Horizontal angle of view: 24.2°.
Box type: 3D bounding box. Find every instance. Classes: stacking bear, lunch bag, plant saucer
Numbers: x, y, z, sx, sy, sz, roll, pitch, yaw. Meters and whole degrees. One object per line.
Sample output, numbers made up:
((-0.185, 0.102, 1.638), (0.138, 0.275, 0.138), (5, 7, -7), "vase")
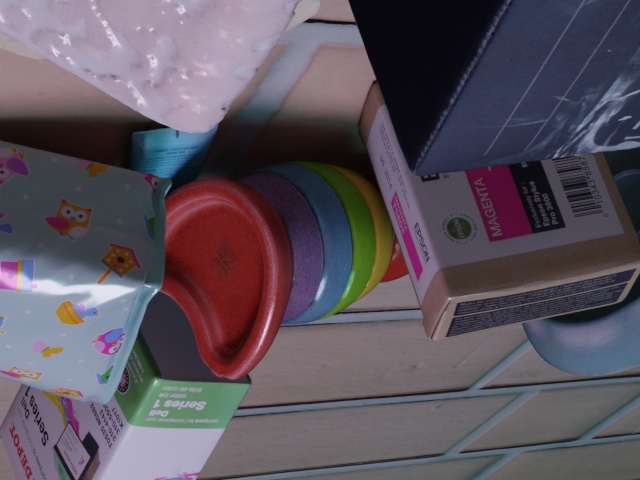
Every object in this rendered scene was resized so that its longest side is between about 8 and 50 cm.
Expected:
((0.000, 0.000, 1.432), (0.289, 0.175, 0.164), (-13, 147, -47), "stacking bear")
((-0.268, 0.042, 1.320), (0.223, 0.160, 0.262), (12, 142, -15), "lunch bag")
((0.300, -0.019, 1.457), (0.044, 0.317, 0.317), (33, 131, -26), "plant saucer")

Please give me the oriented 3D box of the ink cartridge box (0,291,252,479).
((-0.208, 0.172, 1.530), (0.117, 0.201, 0.278), (6, 127, -37), "ink cartridge box")

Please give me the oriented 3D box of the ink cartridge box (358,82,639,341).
((0.162, -0.044, 1.366), (0.193, 0.234, 0.088), (-11, 154, -14), "ink cartridge box")

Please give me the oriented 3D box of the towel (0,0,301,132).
((-0.139, -0.221, 0.857), (0.317, 0.053, 0.332), (25, 142, -14), "towel")

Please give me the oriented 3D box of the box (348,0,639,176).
((0.286, -0.297, 0.852), (0.472, 0.297, 0.480), (-9, 154, -19), "box")

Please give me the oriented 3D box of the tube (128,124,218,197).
((-0.154, -0.041, 1.406), (0.080, 0.052, 0.207), (-14, 151, -26), "tube")

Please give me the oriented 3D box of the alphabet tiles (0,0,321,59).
((-0.147, -0.189, 1.055), (0.284, 0.021, 0.278), (15, 155, -36), "alphabet tiles")
